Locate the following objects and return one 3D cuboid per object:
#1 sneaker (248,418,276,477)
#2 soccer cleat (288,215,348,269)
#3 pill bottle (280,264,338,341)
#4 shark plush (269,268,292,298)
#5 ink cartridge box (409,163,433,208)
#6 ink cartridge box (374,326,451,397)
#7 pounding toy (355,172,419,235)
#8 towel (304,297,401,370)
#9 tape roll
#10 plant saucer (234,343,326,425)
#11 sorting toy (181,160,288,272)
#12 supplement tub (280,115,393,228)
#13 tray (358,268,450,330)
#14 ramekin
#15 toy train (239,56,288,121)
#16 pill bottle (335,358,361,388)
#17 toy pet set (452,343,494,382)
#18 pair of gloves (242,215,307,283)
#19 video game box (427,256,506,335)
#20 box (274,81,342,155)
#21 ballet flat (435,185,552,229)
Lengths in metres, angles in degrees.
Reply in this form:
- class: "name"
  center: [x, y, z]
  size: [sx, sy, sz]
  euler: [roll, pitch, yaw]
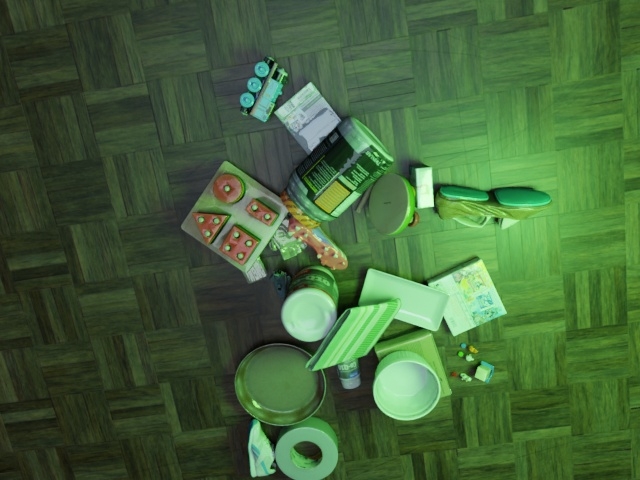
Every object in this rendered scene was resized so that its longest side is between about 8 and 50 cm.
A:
- class: "sneaker"
  center: [-0.208, 0.725, 1.908]
  size: [0.092, 0.087, 0.228]
  euler: [-5, 111, -4]
- class: "soccer cleat"
  center: [0.000, 0.000, 1.713]
  size: [0.248, 0.095, 0.083]
  euler: [38, 134, -23]
- class: "pill bottle"
  center: [-0.026, 0.178, 1.650]
  size: [0.161, 0.283, 0.161]
  euler: [1, 104, 2]
- class: "shark plush"
  center: [-0.122, 0.132, 1.720]
  size: [0.073, 0.161, 0.067]
  euler: [4, 66, -8]
- class: "ink cartridge box"
  center: [0.306, -0.165, 1.649]
  size: [0.052, 0.088, 0.122]
  euler: [-5, 104, -3]
- class: "ink cartridge box"
  center: [0.304, 0.422, 1.802]
  size: [0.193, 0.088, 0.234]
  euler: [-19, 102, 5]
- class: "pounding toy"
  center: [0.228, -0.115, 1.626]
  size: [0.110, 0.237, 0.183]
  euler: [3, 114, -32]
- class: "towel"
  center: [0.111, 0.279, 1.641]
  size: [0.038, 0.325, 0.248]
  euler: [44, 114, 28]
- class: "tape roll"
  center: [-0.047, 0.733, 1.904]
  size: [0.219, 0.072, 0.219]
  euler: [0, 105, 2]
- class: "plant saucer"
  center: [-0.136, 0.487, 1.856]
  size: [0.311, 0.050, 0.310]
  euler: [1, 104, 2]
- class: "sorting toy"
  center: [-0.266, -0.071, 1.664]
  size: [0.255, 0.089, 0.257]
  euler: [35, 96, 1]
- class: "supplement tub"
  center: [0.041, -0.191, 1.592]
  size: [0.193, 0.193, 0.316]
  euler: [45, 107, -9]
- class: "tray"
  center: [0.268, 0.188, 1.749]
  size: [0.270, 0.030, 0.145]
  euler: [18, 112, 8]
- class: "ramekin"
  center: [0.265, 0.447, 1.708]
  size: [0.207, 0.109, 0.207]
  euler: [0, 104, 2]
- class: "toy train"
  center: [-0.168, -0.446, 1.605]
  size: [0.105, 0.080, 0.184]
  euler: [26, 102, -14]
- class: "pill bottle"
  center: [0.091, 0.420, 1.815]
  size: [0.078, 0.078, 0.137]
  euler: [-12, 104, 5]
- class: "toy pet set"
  center: [0.520, 0.417, 1.819]
  size: [0.114, 0.065, 0.122]
  euler: [22, 104, 32]
- class: "pair of gloves"
  center: [-0.186, 0.001, 1.736]
  size: [0.240, 0.042, 0.204]
  euler: [-33, 96, 4]
- class: "video game box"
  center: [0.472, 0.181, 1.754]
  size: [0.187, 0.048, 0.205]
  euler: [-25, 102, 11]
- class: "box"
  center: [-0.026, -0.359, 1.639]
  size: [0.145, 0.038, 0.186]
  euler: [-38, 99, 11]
- class: "ballet flat"
  center: [0.520, -0.094, 1.659]
  size: [0.343, 0.116, 0.124]
  euler: [2, 125, 2]
